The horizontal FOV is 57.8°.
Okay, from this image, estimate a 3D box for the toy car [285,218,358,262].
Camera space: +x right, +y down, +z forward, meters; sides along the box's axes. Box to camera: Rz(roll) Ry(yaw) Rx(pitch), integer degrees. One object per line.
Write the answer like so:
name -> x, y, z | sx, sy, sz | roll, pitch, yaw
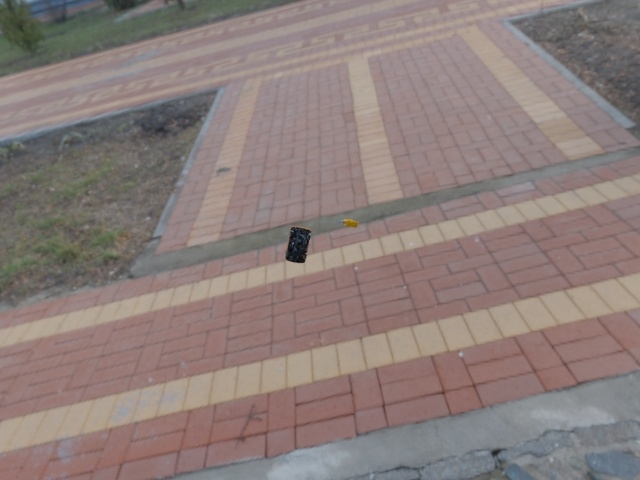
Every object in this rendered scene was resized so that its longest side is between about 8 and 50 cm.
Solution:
toy car -> 0.000, 0.000, 0.926 | 0.122, 0.060, 0.040 | -8, 9, -9
